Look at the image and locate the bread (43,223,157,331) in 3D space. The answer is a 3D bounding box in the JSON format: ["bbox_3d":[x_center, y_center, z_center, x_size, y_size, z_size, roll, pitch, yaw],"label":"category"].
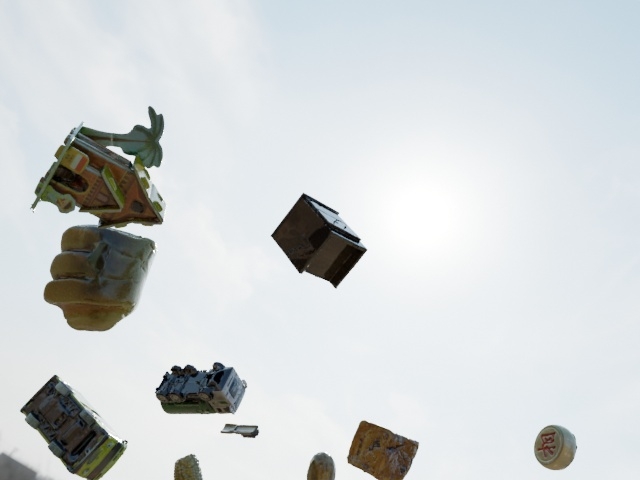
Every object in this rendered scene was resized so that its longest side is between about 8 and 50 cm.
[{"bbox_3d":[-0.706,0.113,2.204,0.300,0.341,0.210,17,-22,1],"label":"bread"}]

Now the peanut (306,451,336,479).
[{"bbox_3d":[-0.001,0.827,2.357,0.095,0.226,0.108,13,-21,-20],"label":"peanut"}]

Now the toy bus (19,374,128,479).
[{"bbox_3d":[-0.593,0.460,1.704,0.262,0.128,0.150,31,-19,36],"label":"toy bus"}]

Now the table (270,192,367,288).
[{"bbox_3d":[0.000,0.000,2.041,0.169,0.172,0.193,26,18,-44],"label":"table"}]

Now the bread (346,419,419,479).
[{"bbox_3d":[0.180,0.619,2.057,0.143,0.149,0.158,35,-13,-37],"label":"bread"}]

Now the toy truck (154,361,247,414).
[{"bbox_3d":[-0.309,0.387,1.777,0.242,0.101,0.125,-9,-55,28],"label":"toy truck"}]

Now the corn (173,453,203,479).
[{"bbox_3d":[-0.306,0.669,1.709,0.086,0.288,0.086,-14,-24,-6],"label":"corn"}]

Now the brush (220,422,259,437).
[{"bbox_3d":[-0.285,0.674,2.479,0.036,0.043,0.248,54,-35,-12],"label":"brush"}]

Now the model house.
[{"bbox_3d":[-0.520,-0.184,1.841,0.323,0.340,0.300,30,9,-20],"label":"model house"}]

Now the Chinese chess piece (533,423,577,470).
[{"bbox_3d":[0.632,0.558,1.895,0.051,0.122,0.122,27,-26,-19],"label":"Chinese chess piece"}]
